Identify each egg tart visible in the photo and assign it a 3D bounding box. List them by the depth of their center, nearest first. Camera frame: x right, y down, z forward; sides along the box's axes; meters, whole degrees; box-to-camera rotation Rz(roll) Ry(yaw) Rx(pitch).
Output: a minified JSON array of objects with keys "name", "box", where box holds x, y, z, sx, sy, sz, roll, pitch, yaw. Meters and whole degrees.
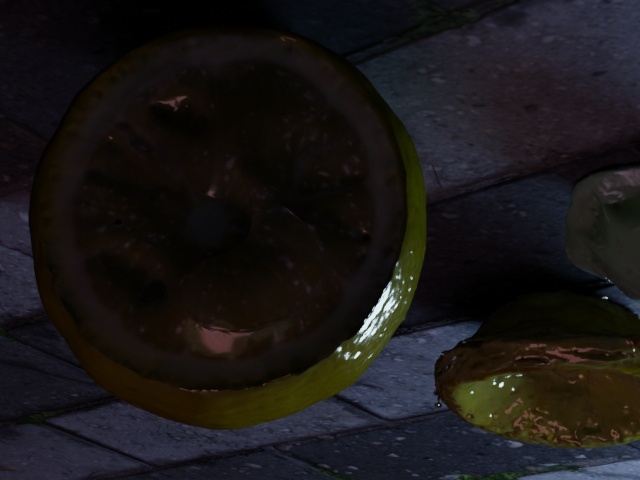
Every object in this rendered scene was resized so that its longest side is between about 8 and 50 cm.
[{"name":"egg tart","box":[0.278,0.140,1.998,0.315,0.120,0.315,5,155,2]}]

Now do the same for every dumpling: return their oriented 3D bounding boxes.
[{"name":"dumpling","box":[0.327,0.004,1.695,0.219,0.108,0.152,-14,148,36]}]

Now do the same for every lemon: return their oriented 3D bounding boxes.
[{"name":"lemon","box":[-0.076,-0.004,1.539,0.364,0.364,0.364,7,156,3]}]
